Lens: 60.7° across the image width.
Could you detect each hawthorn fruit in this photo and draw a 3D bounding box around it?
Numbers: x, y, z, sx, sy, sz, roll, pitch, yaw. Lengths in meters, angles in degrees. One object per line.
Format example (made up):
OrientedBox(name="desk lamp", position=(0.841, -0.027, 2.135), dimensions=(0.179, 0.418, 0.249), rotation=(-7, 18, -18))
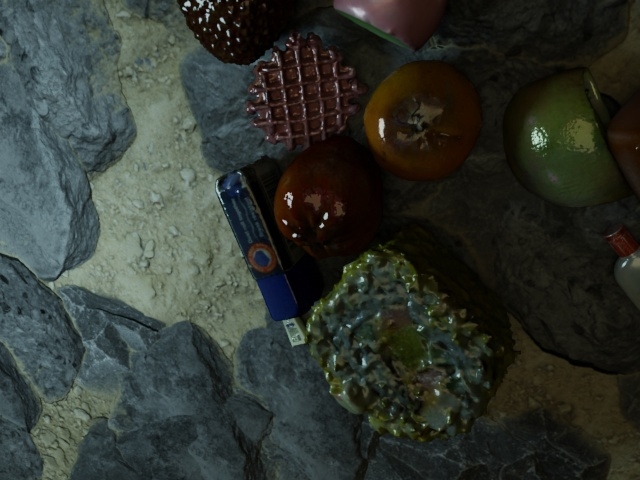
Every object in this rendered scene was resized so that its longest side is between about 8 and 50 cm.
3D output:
OrientedBox(name="hawthorn fruit", position=(0.028, -0.100, 1.070), dimensions=(0.224, 0.224, 0.261), rotation=(15, 65, 7))

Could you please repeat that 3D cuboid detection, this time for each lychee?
OrientedBox(name="lychee", position=(-0.153, -0.457, 1.002), dimensions=(0.236, 0.236, 0.271), rotation=(29, 137, 5))

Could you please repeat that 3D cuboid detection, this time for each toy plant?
OrientedBox(name="toy plant", position=(0.184, -0.495, 0.887), dimensions=(0.317, 0.210, 0.356), rotation=(43, 106, 43))

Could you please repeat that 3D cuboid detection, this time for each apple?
OrientedBox(name="apple", position=(0.435, -0.164, 0.991), dimensions=(0.193, 0.120, 0.265), rotation=(-22, 98, 31))

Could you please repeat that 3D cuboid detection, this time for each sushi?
OrientedBox(name="sushi", position=(0.179, 0.199, 1.107), dimensions=(0.396, 0.240, 0.351), rotation=(44, 113, 2))

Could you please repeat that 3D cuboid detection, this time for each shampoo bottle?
OrientedBox(name="shampoo bottle", position=(-0.069, 0.179, 1.275), dimensions=(0.049, 0.034, 0.141), rotation=(-18, 101, 27))
OrientedBox(name="shampoo bottle", position=(0.624, 0.063, 1.042), dimensions=(0.108, 0.051, 0.221), rotation=(-39, 94, 25))

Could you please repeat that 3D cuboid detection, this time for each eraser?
OrientedBox(name="eraser", position=(-0.102, -0.008, 1.163), dimensions=(0.101, 0.155, 0.332), rotation=(-16, 103, 23))

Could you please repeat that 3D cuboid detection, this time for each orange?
OrientedBox(name="orange", position=(0.188, -0.216, 1.008), dimensions=(0.224, 0.170, 0.224), rotation=(5, 108, 16))

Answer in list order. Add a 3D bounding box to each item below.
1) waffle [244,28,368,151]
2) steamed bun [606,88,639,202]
OrientedBox(name="waffle", position=(-0.034, -0.281, 1.080), dimensions=(0.221, 0.055, 0.234), rotation=(34, 115, -23))
OrientedBox(name="steamed bun", position=(0.632, -0.182, 0.851), dimensions=(0.379, 0.248, 0.235), rotation=(-37, 100, -5))
